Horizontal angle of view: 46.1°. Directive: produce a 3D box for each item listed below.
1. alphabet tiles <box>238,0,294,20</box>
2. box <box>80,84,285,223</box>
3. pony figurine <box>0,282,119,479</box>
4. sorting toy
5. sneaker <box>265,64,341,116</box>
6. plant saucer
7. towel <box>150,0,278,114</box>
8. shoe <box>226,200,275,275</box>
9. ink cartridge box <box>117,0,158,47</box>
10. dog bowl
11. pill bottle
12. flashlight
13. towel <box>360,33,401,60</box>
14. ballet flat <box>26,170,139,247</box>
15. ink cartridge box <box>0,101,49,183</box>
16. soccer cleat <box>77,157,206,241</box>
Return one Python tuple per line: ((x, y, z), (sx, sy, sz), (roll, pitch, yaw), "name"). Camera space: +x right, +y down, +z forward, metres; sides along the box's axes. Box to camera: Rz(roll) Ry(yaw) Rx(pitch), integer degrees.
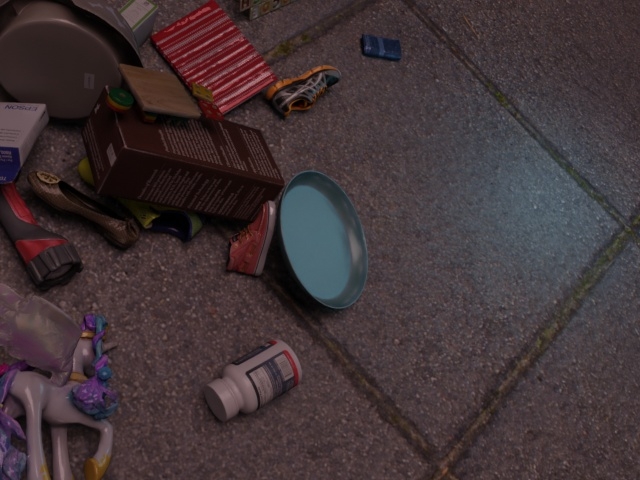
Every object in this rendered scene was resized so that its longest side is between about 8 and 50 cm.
((-0.123, -0.687, 1.968), (0.009, 0.198, 0.237), (38, 53, 22), "alphabet tiles")
((-0.281, -0.169, 1.568), (0.382, 0.143, 0.191), (13, 39, -40), "box")
((-0.495, 0.260, 1.289), (0.351, 0.303, 0.363), (33, 44, -45), "pony figurine")
((-0.320, -0.282, 1.497), (0.275, 0.046, 0.132), (0, 46, -47), "sorting toy")
((-0.034, -0.378, 1.916), (0.215, 0.084, 0.083), (-27, 77, -22), "sneaker")
((0.000, 0.000, 1.680), (0.318, 0.044, 0.317), (27, 56, -47), "plant saucer")
((-0.262, -0.446, 1.846), (0.199, 0.031, 0.275), (-36, 82, -16), "towel")
((-0.152, -0.007, 1.622), (0.081, 0.177, 0.063), (8, 24, -17), "shoe")
((-0.466, -0.470, 1.749), (0.062, 0.109, 0.209), (34, 56, -4), "ink cartridge box")
((-0.531, -0.367, 1.539), (0.349, 0.348, 0.102), (11, 48, -19), "dog bowl")
((-0.137, 0.282, 1.504), (0.180, 0.108, 0.108), (-26, 77, -32), "pill bottle")
((-0.583, -0.051, 1.486), (0.304, 0.103, 0.103), (56, 17, 14), "flashlight")
((0.173, -0.546, 2.125), (0.120, 0.029, 0.067), (4, 64, -23), "towel")
((-0.476, -0.073, 1.533), (0.250, 0.058, 0.084), (36, 22, -17), "ballet flat")
((-0.674, -0.198, 1.468), (0.224, 0.045, 0.224), (2, 42, 1), "ink cartridge box")
((-0.381, -0.090, 1.594), (0.289, 0.093, 0.121), (25, 50, -12), "soccer cleat")
